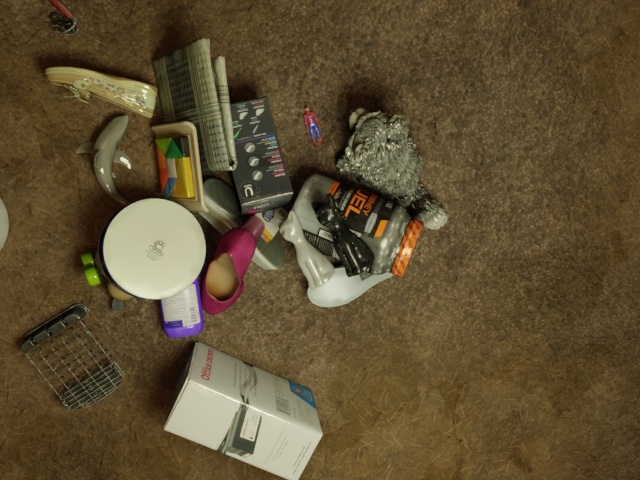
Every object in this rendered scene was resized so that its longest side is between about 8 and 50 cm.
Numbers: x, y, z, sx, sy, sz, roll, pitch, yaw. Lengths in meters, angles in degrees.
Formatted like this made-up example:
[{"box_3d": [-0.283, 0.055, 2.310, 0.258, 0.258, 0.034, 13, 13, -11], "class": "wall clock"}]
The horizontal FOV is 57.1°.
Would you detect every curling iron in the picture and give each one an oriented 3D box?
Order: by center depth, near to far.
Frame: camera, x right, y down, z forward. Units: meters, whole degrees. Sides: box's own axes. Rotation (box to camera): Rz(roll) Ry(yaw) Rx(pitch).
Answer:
[{"box_3d": [-0.737, -0.648, 1.521, 0.068, 0.035, 0.274, -38, 103, 0], "class": "curling iron"}]

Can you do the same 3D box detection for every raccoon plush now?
[{"box_3d": [0.238, -0.197, 1.598, 0.446, 0.299, 0.216, 31, 94, -12], "class": "raccoon plush"}]

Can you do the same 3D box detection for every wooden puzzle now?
[{"box_3d": [-0.383, -0.192, 1.567, 0.044, 0.220, 0.239, -19, 107, -38], "class": "wooden puzzle"}]

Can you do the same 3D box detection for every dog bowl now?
[{"box_3d": [-0.439, 0.023, 1.541, 0.264, 0.104, 0.265, 1, 89, -26], "class": "dog bowl"}]

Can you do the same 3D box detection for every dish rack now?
[{"box_3d": [-0.704, 0.343, 1.689, 0.208, 0.074, 0.272, -31, 104, 0], "class": "dish rack"}]

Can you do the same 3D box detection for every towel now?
[{"box_3d": [-0.323, -0.337, 1.518, 0.056, 0.312, 0.325, -18, 104, -36], "class": "towel"}]

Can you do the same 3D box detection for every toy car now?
[{"box_3d": [-0.559, 0.110, 1.652, 0.155, 0.149, 0.189, -21, 127, -16], "class": "toy car"}]

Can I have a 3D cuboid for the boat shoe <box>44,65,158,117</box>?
[{"box_3d": [-0.580, -0.395, 1.553, 0.285, 0.104, 0.089, 10, 96, -10], "class": "boat shoe"}]

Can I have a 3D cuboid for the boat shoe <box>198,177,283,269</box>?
[{"box_3d": [-0.234, -0.034, 1.670, 0.320, 0.118, 0.103, 44, 129, -15], "class": "boat shoe"}]

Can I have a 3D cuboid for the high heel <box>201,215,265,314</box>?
[{"box_3d": [-0.273, 0.103, 1.585, 0.127, 0.181, 0.377, 29, 125, 3], "class": "high heel"}]

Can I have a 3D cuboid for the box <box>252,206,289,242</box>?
[{"box_3d": [-0.143, -0.066, 1.676, 0.081, 0.136, 0.028, 47, 131, -12], "class": "box"}]

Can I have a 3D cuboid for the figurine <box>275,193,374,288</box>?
[{"box_3d": [0.000, 0.000, 1.498, 0.214, 0.092, 0.210, -20, 107, 38], "class": "figurine"}]

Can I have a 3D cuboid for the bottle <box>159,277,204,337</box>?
[{"box_3d": [-0.406, 0.131, 1.676, 0.118, 0.092, 0.283, -9, 101, -11], "class": "bottle"}]

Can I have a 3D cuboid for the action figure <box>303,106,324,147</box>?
[{"box_3d": [-0.021, -0.326, 1.680, 0.038, 0.030, 0.115, -20, 100, 1], "class": "action figure"}]

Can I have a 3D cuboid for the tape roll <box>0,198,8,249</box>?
[{"box_3d": [-0.995, -0.042, 1.563, 0.286, 0.100, 0.286, -1, 100, -8], "class": "tape roll"}]

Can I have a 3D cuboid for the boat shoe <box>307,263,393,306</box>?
[{"box_3d": [0.098, 0.100, 1.733, 0.306, 0.105, 0.113, -30, 95, -9], "class": "boat shoe"}]

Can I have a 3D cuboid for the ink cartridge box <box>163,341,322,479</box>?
[{"box_3d": [-0.217, 0.474, 1.665, 0.394, 0.285, 0.166, 26, 96, -11], "class": "ink cartridge box"}]

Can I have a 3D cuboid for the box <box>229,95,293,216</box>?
[{"box_3d": [-0.179, -0.219, 1.570, 0.143, 0.165, 0.271, -15, 84, -9], "class": "box"}]

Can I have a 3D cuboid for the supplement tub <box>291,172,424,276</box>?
[{"box_3d": [0.097, -0.036, 1.611, 0.337, 0.207, 0.207, 22, 97, 9], "class": "supplement tub"}]

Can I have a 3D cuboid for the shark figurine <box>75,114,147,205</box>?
[{"box_3d": [-0.573, -0.186, 1.590, 0.166, 0.116, 0.279, -13, 100, -4], "class": "shark figurine"}]
